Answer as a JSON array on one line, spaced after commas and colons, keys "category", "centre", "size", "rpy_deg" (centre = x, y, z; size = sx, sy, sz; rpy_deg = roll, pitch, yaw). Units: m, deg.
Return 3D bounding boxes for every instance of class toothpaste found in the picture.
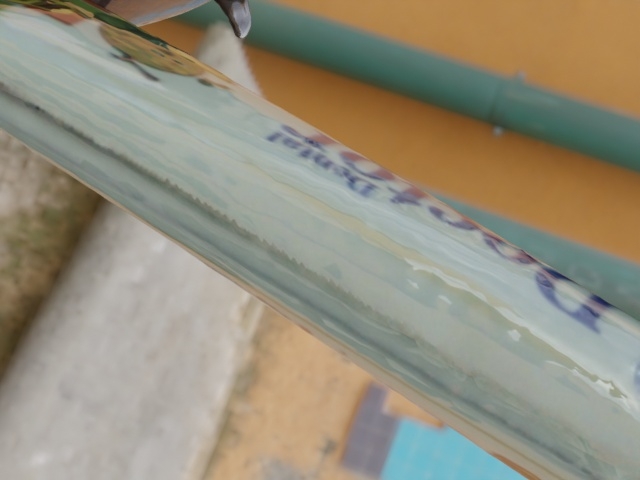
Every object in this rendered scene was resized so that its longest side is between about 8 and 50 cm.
[{"category": "toothpaste", "centre": [0.000, 0.000, 0.358], "size": [0.037, 0.255, 0.067], "rpy_deg": [-60, 175, 20]}]

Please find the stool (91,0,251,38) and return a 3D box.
[{"category": "stool", "centre": [-0.097, -0.150, 0.589], "size": [0.121, 0.217, 0.125], "rpy_deg": [-18, 166, -39]}]
